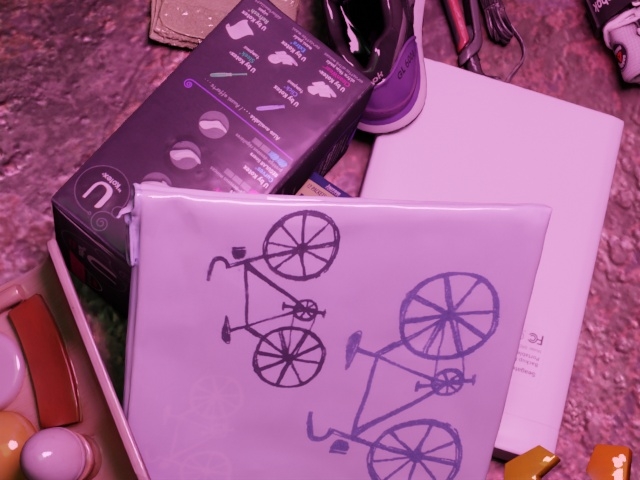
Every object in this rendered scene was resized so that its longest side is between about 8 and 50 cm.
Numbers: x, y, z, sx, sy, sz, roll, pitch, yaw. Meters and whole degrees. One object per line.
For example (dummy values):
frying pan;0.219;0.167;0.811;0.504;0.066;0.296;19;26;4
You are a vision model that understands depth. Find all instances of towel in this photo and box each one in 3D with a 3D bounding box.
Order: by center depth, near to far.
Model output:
towel;-0.092;-0.232;1.381;0.148;0.027;0.110;9;70;-5

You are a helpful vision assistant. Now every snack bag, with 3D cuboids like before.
snack bag;-0.002;0.097;1.160;0.342;0.323;0.037;2;33;-9

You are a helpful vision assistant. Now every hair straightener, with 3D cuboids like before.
hair straightener;0.163;-0.259;1.420;0.089;0.047;0.230;-13;74;-13

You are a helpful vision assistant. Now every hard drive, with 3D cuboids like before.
hard drive;0.141;0.014;1.327;0.233;0.047;0.353;17;71;-3

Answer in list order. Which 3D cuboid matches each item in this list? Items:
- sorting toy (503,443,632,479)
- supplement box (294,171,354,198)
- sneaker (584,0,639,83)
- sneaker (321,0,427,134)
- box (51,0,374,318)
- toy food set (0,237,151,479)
sorting toy;0.168;0.316;1.171;0.229;0.041;0.307;2;71;23
supplement box;0.000;0.000;1.255;0.056;0.083;0.083;35;80;28
sneaker;0.323;-0.240;1.400;0.330;0.122;0.146;40;68;6
sneaker;0.046;-0.253;1.333;0.107;0.124;0.283;-13;63;11
box;-0.098;-0.061;1.249;0.143;0.165;0.270;39;70;6
toy food set;-0.305;0.162;1.138;0.306;0.092;0.220;-26;76;7
